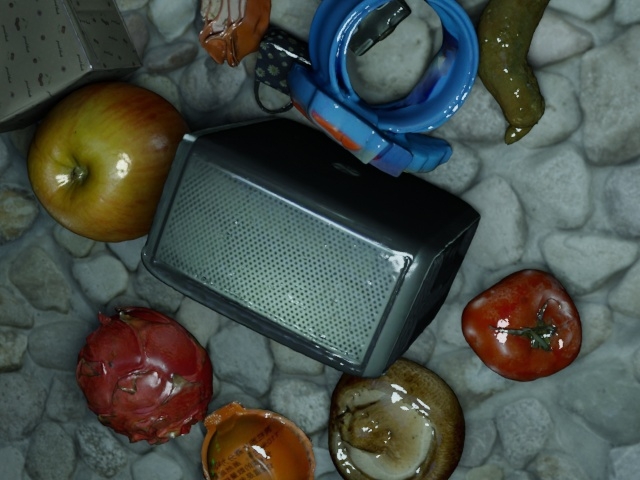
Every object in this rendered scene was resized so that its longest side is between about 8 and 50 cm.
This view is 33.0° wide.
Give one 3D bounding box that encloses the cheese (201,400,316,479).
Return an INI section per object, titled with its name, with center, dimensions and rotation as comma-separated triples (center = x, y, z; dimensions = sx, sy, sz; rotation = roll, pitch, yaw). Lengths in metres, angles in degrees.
[cheese]
center = -0.085, 0.425, 1.908
dimensions = 0.217, 0.129, 0.329
rotation = -33, 101, 19

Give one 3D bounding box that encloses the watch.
[watch]
center = 0.128, -0.250, 1.642
dimensions = 0.305, 0.241, 0.274
rotation = 26, 106, -27

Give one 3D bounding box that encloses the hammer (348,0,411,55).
[hammer]
center = -0.005, -0.470, 1.740
dimensions = 0.111, 0.043, 0.365
rotation = -40, 85, 23

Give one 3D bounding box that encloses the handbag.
[handbag]
center = -0.065, -0.269, 1.783
dimensions = 0.115, 0.072, 0.139
rotation = 26, 126, -8

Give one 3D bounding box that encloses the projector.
[projector]
center = 0.000, 0.000, 1.641
dimensions = 0.405, 0.395, 0.242
rotation = 26, 107, 12

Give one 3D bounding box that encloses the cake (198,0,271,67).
[cake]
center = -0.137, -0.419, 1.775
dimensions = 0.098, 0.135, 0.287
rotation = 1, 82, 24

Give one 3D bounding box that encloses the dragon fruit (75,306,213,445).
[dragon fruit]
center = -0.306, 0.239, 1.894
dimensions = 0.252, 0.241, 0.241
rotation = 45, 113, 26

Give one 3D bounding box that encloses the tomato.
[tomato]
center = 0.312, 0.139, 1.689
dimensions = 0.187, 0.151, 0.187
rotation = 0, 91, -23

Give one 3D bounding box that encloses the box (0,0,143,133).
[box]
center = -0.501, -0.337, 1.857
dimensions = 0.297, 0.190, 0.225
rotation = -22, 94, 23

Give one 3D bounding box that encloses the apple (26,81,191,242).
[apple]
center = -0.356, -0.133, 1.824
dimensions = 0.286, 0.233, 0.286
rotation = 5, 104, 20

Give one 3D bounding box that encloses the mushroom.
[mushroom]
center = 0.122, 0.312, 1.795
dimensions = 0.253, 0.153, 0.253
rotation = 5, 103, 21

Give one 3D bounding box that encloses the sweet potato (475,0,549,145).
[sweet potato]
center = 0.296, -0.297, 1.638
dimensions = 0.124, 0.098, 0.310
rotation = 7, 103, -4
